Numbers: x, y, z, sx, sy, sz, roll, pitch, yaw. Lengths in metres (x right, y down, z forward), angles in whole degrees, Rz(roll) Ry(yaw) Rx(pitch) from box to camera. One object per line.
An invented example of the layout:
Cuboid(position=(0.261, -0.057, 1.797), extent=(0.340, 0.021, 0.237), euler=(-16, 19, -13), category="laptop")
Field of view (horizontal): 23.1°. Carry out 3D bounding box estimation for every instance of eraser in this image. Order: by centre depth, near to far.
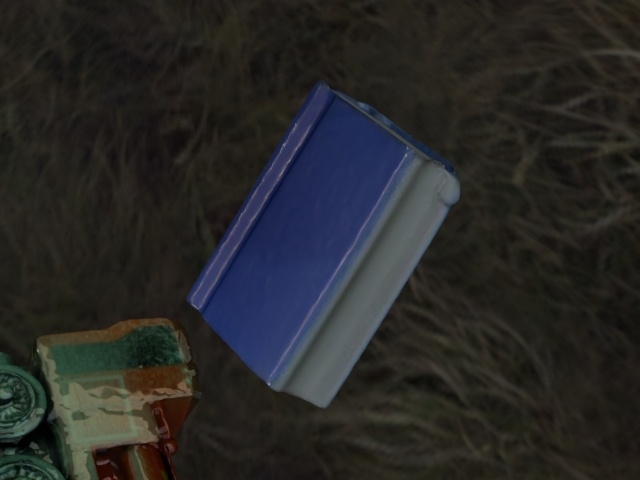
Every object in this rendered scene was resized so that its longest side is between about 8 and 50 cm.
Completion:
Cuboid(position=(0.000, 0.000, 0.484), extent=(0.027, 0.063, 0.085), euler=(24, 101, -38), category="eraser")

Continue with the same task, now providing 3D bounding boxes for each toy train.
Cuboid(position=(-0.097, 0.116, 0.664), extent=(0.118, 0.176, 0.074), euler=(-5, 141, -24), category="toy train")
